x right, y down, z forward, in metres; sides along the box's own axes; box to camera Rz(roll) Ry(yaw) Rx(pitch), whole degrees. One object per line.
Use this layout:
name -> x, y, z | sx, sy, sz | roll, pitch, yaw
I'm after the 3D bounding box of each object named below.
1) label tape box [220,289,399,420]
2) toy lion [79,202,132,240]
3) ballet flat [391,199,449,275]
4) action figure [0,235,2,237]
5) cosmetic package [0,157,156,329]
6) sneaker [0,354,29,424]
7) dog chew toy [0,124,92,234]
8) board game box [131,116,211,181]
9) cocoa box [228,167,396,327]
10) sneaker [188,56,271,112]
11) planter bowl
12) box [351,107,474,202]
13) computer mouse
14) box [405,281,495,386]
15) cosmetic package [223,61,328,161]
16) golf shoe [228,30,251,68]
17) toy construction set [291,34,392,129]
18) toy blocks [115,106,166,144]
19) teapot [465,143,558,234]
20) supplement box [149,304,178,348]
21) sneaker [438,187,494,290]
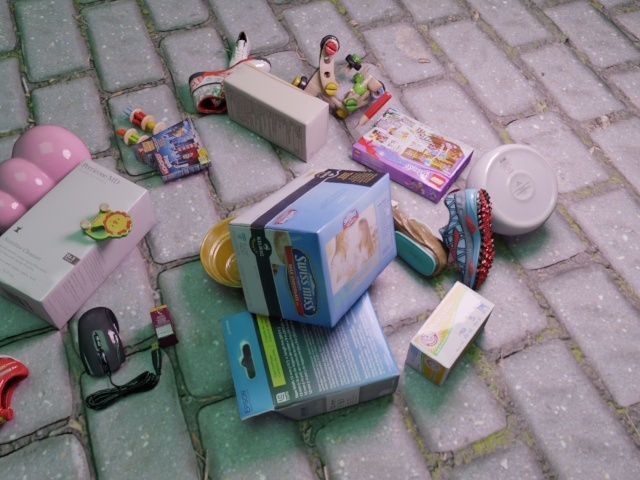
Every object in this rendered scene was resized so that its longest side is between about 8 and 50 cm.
label tape box -> -0.027, 0.258, 1.355 | 0.347, 0.115, 0.249 | -14, 56, -7
toy lion -> -0.505, -0.036, 1.429 | 0.096, 0.034, 0.100 | 37, 61, 6
ballet flat -> 0.200, -0.041, 1.573 | 0.342, 0.116, 0.124 | 37, 43, 22
action figure -> -0.870, 0.043, 1.532 | 0.137, 0.064, 0.232 | 10, 49, 9
cosmetic package -> -0.620, 0.000, 1.503 | 0.217, 0.156, 0.385 | 25, 60, 12
sneaker -> -0.727, 0.377, 1.281 | 0.118, 0.107, 0.279 | 18, 59, 1
dog chew toy -> -0.763, -0.150, 1.582 | 0.206, 0.207, 0.332 | 24, 61, 16
board game box -> -0.435, -0.249, 1.736 | 0.194, 0.060, 0.194 | -20, 58, -12
cocoa box -> 0.000, 0.000, 1.363 | 0.227, 0.232, 0.347 | 7, 29, 30
sneaker -> -0.273, -0.479, 1.877 | 0.270, 0.090, 0.145 | -15, 56, -5
planter bowl -> -0.188, 0.047, 1.512 | 0.217, 0.090, 0.217 | 0, 56, 1
box -> 0.266, -0.253, 1.739 | 0.293, 0.057, 0.201 | 31, 60, 20
computer mouse -> -0.472, 0.245, 1.393 | 0.184, 0.060, 0.262 | -15, 57, -9
box -> 0.297, 0.215, 1.382 | 0.103, 0.114, 0.203 | 34, 63, 21
cosmetic package -> -0.130, -0.381, 1.768 | 0.309, 0.160, 0.113 | 31, 60, 19
golf shoe -> -0.269, -0.614, 1.974 | 0.069, 0.086, 0.176 | 2, 57, -1
toy construction set -> 0.053, -0.430, 1.790 | 0.237, 0.257, 0.309 | -45, 45, 17
toy blocks -> -0.560, -0.341, 1.803 | 0.148, 0.054, 0.123 | 30, 60, 19
teapot -> 0.477, -0.122, 1.581 | 0.255, 0.187, 0.253 | 9, 82, -14
supplement box -> -0.372, 0.204, 1.425 | 0.043, 0.055, 0.083 | -18, 58, -12
sneaker -> 0.359, -0.006, 1.489 | 0.125, 0.262, 0.104 | 9, 20, 38
